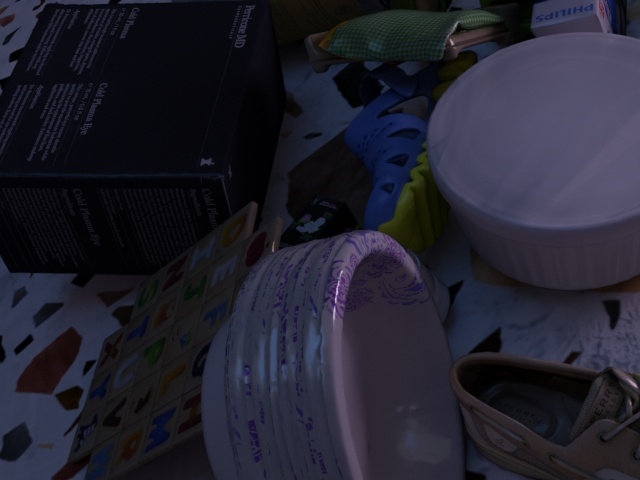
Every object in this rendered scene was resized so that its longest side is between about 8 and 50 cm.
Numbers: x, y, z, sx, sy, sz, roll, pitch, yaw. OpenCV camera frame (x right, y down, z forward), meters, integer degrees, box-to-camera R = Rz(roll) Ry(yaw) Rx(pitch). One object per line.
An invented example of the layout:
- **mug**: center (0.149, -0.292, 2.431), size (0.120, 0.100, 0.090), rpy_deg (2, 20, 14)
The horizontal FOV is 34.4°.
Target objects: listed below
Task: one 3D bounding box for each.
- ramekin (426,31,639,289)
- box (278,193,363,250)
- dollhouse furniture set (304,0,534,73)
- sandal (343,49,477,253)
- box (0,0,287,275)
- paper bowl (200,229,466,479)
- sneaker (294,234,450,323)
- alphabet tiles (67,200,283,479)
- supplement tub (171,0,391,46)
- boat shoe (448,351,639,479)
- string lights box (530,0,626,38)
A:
- **ramekin**: center (0.246, -0.071, 1.013), size (0.273, 0.127, 0.272), rpy_deg (-10, 47, 11)
- **box**: center (0.000, 0.000, 1.180), size (0.052, 0.062, 0.083), rpy_deg (19, 62, 45)
- **dollhouse furniture set**: center (0.130, -0.300, 1.222), size (0.198, 0.151, 0.302), rpy_deg (1, 17, 36)
- **sandal**: center (0.089, -0.103, 1.159), size (0.138, 0.126, 0.317), rpy_deg (7, 40, 13)
- **box**: center (-0.227, -0.135, 1.313), size (0.313, 0.178, 0.343), rpy_deg (1, 48, 11)
- **paper bowl**: center (0.008, 0.142, 0.860), size (0.148, 0.284, 0.284), rpy_deg (-14, 43, 23)
- **sneaker**: center (-0.028, 0.054, 1.074), size (0.305, 0.152, 0.114), rpy_deg (-14, 51, 23)
- **alphabet tiles**: center (-0.161, 0.113, 1.105), size (0.343, 0.011, 0.285), rpy_deg (-33, 34, 39)
- **supplement tub**: center (-0.034, -0.412, 1.481), size (0.332, 0.241, 0.241), rpy_deg (-12, 44, 23)
- **boat shoe**: center (0.239, 0.157, 0.836), size (0.302, 0.098, 0.109), rpy_deg (12, 57, 41)
- **string lights box**: center (0.308, -0.287, 1.212), size (0.077, 0.133, 0.259), rpy_deg (-8, 46, 26)
